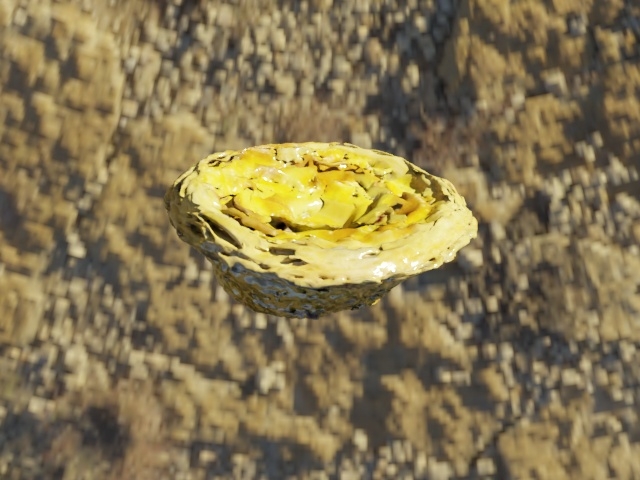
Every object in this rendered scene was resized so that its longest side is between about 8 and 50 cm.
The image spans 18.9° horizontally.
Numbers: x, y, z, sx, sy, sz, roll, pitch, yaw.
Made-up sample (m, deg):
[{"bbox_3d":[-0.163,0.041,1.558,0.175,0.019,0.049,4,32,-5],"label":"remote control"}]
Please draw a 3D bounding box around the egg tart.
[{"bbox_3d":[0.000,0.000,0.781,0.129,0.129,0.049,5,114,-2],"label":"egg tart"}]
